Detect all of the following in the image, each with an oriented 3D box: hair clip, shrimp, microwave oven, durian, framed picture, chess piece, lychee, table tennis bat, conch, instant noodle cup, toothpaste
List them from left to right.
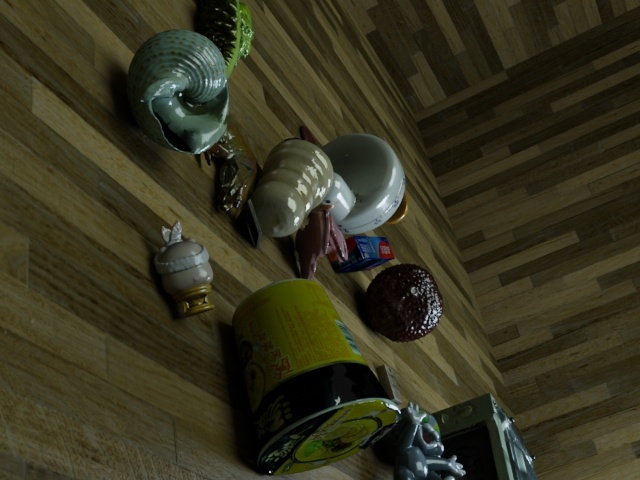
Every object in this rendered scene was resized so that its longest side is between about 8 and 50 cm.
[{"bbox_3d":[-0.225,-0.222,1.275,0.200,0.131,0.172,-35,130,-47],"label":"conch"},{"bbox_3d":[-0.194,-0.439,1.732,0.132,0.106,0.375,55,23,-51],"label":"durian"},{"bbox_3d":[-0.162,-0.133,1.480,0.150,0.068,0.249,38,24,-35],"label":"shrimp"},{"bbox_3d":[-0.117,-0.027,1.488,0.089,0.006,0.066,114,-42,-71],"label":"framed picture"},{"bbox_3d":[-0.067,-0.089,1.616,0.143,0.142,0.261,61,22,-16],"label":"chess piece"},{"bbox_3d":[-0.023,0.189,1.238,0.215,0.215,0.236,40,23,-57],"label":"instant noodle cup"},{"bbox_3d":[-0.021,-0.228,2.145,0.098,0.019,0.155,55,17,-36],"label":"table tennis bat"},{"bbox_3d":[-0.011,0.003,1.656,0.138,0.102,0.123,60,17,-60],"label":"hair clip"},{"bbox_3d":[0.102,0.033,2.056,0.066,0.076,0.320,66,15,7],"label":"toothpaste"},{"bbox_3d":[0.195,0.149,2.001,0.194,0.194,0.194,57,18,-30],"label":"lychee"},{"bbox_3d":[0.381,0.570,1.934,0.286,0.218,0.355,55,19,-30],"label":"microwave oven"}]

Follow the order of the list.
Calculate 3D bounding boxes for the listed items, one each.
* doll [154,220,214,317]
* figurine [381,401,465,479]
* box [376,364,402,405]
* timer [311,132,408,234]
[{"bbox_3d":[-0.185,0.039,1.157,0.084,0.073,0.127,143,-70,-72],"label":"doll"},{"bbox_3d":[0.188,0.429,1.672,0.193,0.140,0.265,37,37,-13],"label":"figurine"},{"bbox_3d":[0.153,0.322,1.906,0.053,0.024,0.083,39,33,-58],"label":"box"},{"bbox_3d":[0.065,-0.134,1.898,0.240,0.233,0.234,50,22,-53],"label":"timer"}]
